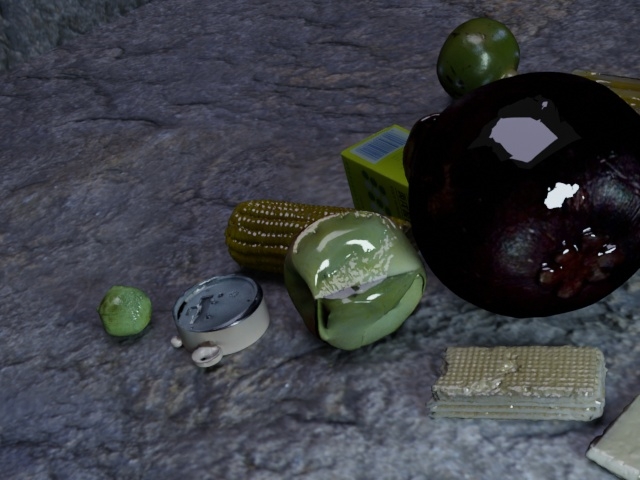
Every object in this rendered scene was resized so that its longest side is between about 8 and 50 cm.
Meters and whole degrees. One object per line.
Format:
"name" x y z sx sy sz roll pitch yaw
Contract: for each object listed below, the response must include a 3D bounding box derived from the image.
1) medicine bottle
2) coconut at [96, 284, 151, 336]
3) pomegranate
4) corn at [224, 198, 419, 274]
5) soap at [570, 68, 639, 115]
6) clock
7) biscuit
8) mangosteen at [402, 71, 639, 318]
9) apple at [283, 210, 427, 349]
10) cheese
"medicine bottle" 0.166 -0.094 1.969 0.141 0.137 0.250 -28 34 -23
"coconut" -0.331 0.118 1.889 0.096 0.088 0.088 -1 34 11
"pomegranate" 0.345 -0.361 2.300 0.210 0.179 0.179 12 37 8
"corn" 0.000 0.000 1.900 0.344 0.131 0.131 4 36 27
"soap" 0.553 -0.252 2.122 0.233 0.076 0.135 13 41 36
"clock" -0.164 0.118 1.838 0.155 0.063 0.229 -2 32 17
"biscuit" 0.268 0.195 1.544 0.238 0.062 0.108 -3 33 19
"mangosteen" 0.305 -0.090 1.677 0.382 0.382 0.435 -16 38 -3
"apple" 0.050 0.056 1.726 0.188 0.207 0.174 -23 4 -17
"cheese" 0.495 0.184 1.501 0.085 0.034 0.400 23 48 38
